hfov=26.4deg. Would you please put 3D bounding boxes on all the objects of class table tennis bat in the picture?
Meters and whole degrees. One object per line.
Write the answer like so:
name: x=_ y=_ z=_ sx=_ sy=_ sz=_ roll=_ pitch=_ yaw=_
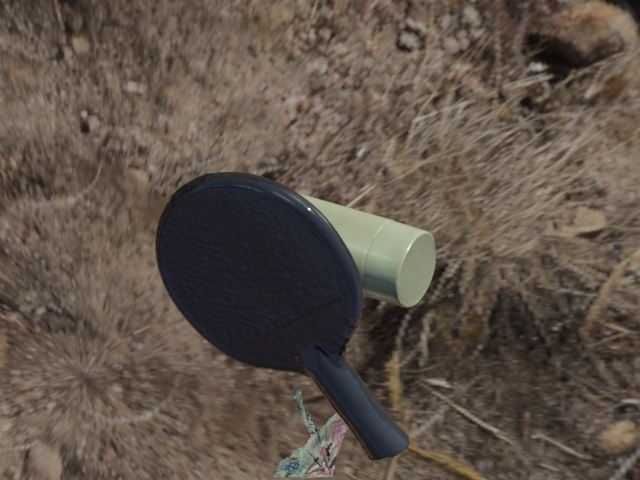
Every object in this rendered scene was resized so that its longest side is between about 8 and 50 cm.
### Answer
table tennis bat: x=-0.020 y=0.055 z=0.927 sx=0.236 sy=0.150 sz=0.027 roll=53 pitch=38 yaw=-12

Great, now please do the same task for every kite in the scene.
kite: x=-0.006 y=0.210 z=1.479 sx=0.011 sy=0.157 sz=0.139 roll=26 pitch=61 yaw=37

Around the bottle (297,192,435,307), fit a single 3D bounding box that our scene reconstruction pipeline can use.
bottle: x=0.000 y=0.000 z=1.217 sx=0.201 sy=0.072 sz=0.072 roll=18 pitch=80 yaw=29
